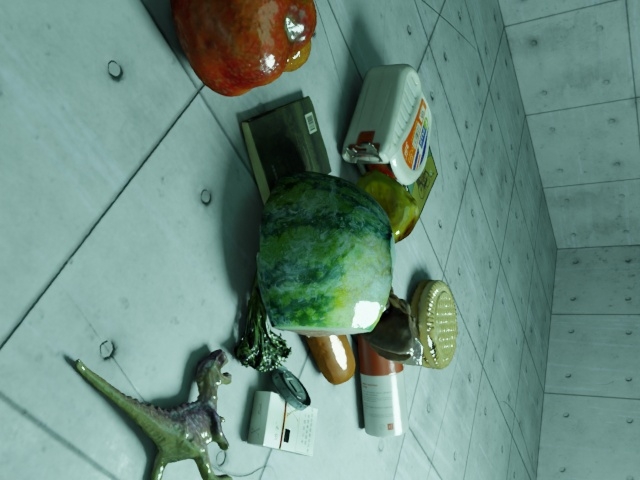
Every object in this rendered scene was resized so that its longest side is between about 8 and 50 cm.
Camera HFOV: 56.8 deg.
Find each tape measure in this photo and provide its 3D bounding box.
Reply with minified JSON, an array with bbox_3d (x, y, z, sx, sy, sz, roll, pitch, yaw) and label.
[{"bbox_3d":[0.157,-0.250,1.352,0.265,0.130,0.258,46,52,-53],"label":"tape measure"}]

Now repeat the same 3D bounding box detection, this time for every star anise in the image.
[{"bbox_3d":[0.093,0.111,1.136,0.315,0.108,0.315,56,10,-14],"label":"star anise"}]

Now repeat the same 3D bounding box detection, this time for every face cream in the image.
[{"bbox_3d":[0.134,0.302,1.273,0.095,0.095,0.214,-8,93,-59],"label":"face cream"}]

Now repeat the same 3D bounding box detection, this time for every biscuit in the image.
[{"bbox_3d":[0.306,0.225,1.591,0.259,0.079,0.259,10,79,-59],"label":"biscuit"}]

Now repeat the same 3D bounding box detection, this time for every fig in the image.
[{"bbox_3d":[0.132,-0.069,1.273,0.166,0.144,0.154,59,18,-20],"label":"fig"}]

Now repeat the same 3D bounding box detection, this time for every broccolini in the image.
[{"bbox_3d":[-0.073,0.095,0.997,0.123,0.062,0.272,57,38,-53],"label":"broccolini"}]

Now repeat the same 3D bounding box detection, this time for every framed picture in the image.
[{"bbox_3d":[0.251,-0.251,1.622,0.244,0.013,0.324,-60,136,-45],"label":"framed picture"}]

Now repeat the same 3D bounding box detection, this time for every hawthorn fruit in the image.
[{"bbox_3d":[-0.125,-0.341,0.831,0.243,0.207,0.207,56,40,-21],"label":"hawthorn fruit"}]

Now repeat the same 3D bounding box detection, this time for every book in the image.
[{"bbox_3d":[-0.055,-0.164,1.078,0.228,0.024,0.160,-41,121,-54],"label":"book"}]

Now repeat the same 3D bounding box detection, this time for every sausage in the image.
[{"bbox_3d":[0.014,0.188,1.106,0.076,0.076,0.198,-53,131,-48],"label":"sausage"}]

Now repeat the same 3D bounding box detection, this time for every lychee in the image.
[{"bbox_3d":[-0.065,-0.349,1.008,0.140,0.114,0.101,-57,162,-20],"label":"lychee"}]

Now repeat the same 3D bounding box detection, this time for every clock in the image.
[{"bbox_3d":[-0.049,0.249,0.999,0.085,0.017,0.085,48,7,-8],"label":"clock"}]

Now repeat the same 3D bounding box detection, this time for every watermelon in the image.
[{"bbox_3d":[0.000,0.000,0.985,0.223,0.180,0.306,7,68,-17],"label":"watermelon"}]

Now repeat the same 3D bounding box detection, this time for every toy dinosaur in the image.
[{"bbox_3d":[-0.198,0.238,0.770,0.251,0.072,0.200,-1,77,-48],"label":"toy dinosaur"}]

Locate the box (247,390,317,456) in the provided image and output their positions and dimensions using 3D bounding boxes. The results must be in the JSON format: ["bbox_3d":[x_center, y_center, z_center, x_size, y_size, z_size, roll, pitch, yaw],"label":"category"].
[{"bbox_3d":[-0.061,0.310,0.997,0.154,0.040,0.084,39,54,-52],"label":"box"}]
